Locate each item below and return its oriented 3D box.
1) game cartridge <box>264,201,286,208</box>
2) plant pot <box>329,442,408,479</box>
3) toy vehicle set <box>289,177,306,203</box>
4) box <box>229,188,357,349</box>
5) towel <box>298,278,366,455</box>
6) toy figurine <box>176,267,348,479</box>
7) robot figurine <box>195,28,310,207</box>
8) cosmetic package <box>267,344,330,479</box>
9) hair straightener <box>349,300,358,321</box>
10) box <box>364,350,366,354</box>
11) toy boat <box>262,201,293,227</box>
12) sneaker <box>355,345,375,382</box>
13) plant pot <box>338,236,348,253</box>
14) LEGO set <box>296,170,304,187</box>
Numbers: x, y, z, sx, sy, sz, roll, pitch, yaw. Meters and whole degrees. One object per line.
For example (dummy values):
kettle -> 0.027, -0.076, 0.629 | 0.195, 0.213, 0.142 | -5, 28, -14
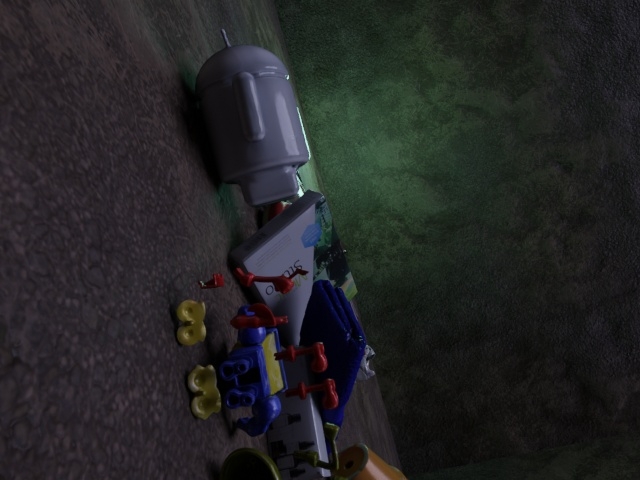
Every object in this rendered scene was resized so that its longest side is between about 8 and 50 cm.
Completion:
game cartridge -> -0.164, -0.213, 1.338 | 0.198, 0.062, 0.297 | -91, 165, -47
plant pot -> 0.123, 0.667, 1.247 | 0.187, 0.205, 0.205 | 57, 11, -13
toy vehicle set -> -0.033, -0.075, 1.472 | 0.266, 0.035, 0.166 | 59, 10, -16
box -> -0.043, 0.079, 1.036 | 0.059, 0.232, 0.321 | 27, -31, 41
towel -> 0.016, 0.262, 0.967 | 0.227, 0.076, 0.308 | -123, -141, -54
toy figurine -> -0.067, 0.220, 0.702 | 0.217, 0.192, 0.362 | 52, 25, -84
robot figurine -> -0.143, -0.251, 0.972 | 0.300, 0.200, 0.353 | -169, -116, -81
cosmetic package -> -0.053, 0.332, 0.884 | 0.060, 0.099, 0.238 | 63, 13, -61
hair straightener -> 0.076, 0.177, 1.542 | 0.089, 0.047, 0.230 | -35, 109, -82
box -> 0.095, 0.393, 1.792 | 0.257, 0.123, 0.128 | 54, 23, -71
toy boat -> -0.046, -0.038, 1.264 | 0.231, 0.151, 0.150 | 5, 75, -50
sneaker -> 0.152, 0.460, 1.985 | 0.114, 0.152, 0.304 | 57, 18, -61
plant pot -> 0.000, 0.000, 1.792 | 0.167, 0.167, 0.165 | 25, 42, -81
LEGO set -> -0.142, -0.348, 1.901 | 0.182, 0.060, 0.244 | -115, -176, -46
